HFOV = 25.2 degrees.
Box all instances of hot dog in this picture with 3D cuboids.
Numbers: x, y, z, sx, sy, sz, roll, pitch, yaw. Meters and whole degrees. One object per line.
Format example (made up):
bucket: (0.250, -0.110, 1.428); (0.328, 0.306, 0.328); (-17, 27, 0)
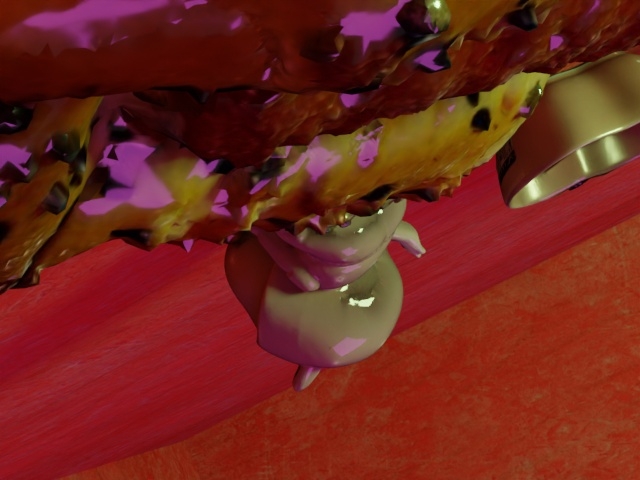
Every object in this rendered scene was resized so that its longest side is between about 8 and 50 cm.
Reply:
hot dog: (-0.021, -0.108, 0.482); (0.365, 0.196, 0.367); (-12, 162, -39)

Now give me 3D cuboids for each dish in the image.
dish: (0.259, -0.119, 1.411); (0.213, 0.090, 0.213); (-24, 168, -5)

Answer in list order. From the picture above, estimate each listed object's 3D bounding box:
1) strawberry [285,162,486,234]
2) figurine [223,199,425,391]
strawberry: (0.039, -0.087, 1.013); (0.174, 0.098, 0.228); (-24, 168, -6)
figurine: (0.000, 0.000, 1.320); (0.176, 0.186, 0.287); (-56, 169, -33)
